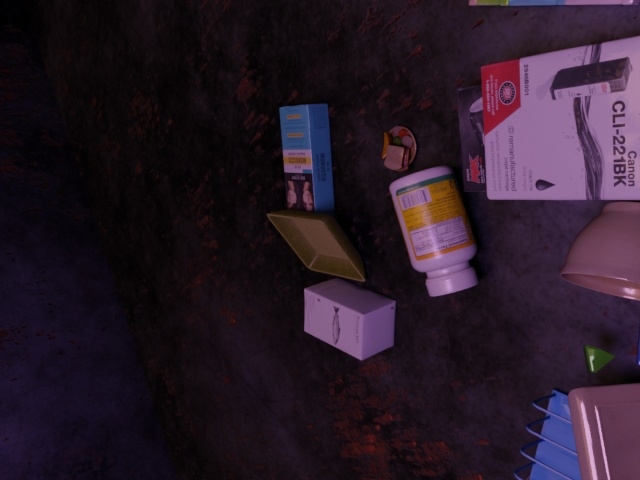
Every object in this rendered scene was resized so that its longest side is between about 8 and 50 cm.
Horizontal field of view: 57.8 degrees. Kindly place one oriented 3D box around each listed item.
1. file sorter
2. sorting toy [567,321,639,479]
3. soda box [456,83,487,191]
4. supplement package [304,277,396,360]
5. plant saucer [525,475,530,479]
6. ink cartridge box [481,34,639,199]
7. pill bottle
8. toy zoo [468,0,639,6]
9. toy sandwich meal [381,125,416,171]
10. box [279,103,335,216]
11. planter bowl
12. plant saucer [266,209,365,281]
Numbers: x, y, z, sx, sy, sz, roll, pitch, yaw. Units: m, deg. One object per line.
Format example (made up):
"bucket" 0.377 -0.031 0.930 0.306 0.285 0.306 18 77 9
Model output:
"file sorter" 0.374 0.338 0.890 0.118 0.104 0.171 19 102 46
"sorting toy" 0.448 0.285 0.779 0.195 0.047 0.348 -8 77 13
"soda box" 0.263 -0.165 0.935 0.060 0.053 0.169 4 104 49
"supplement package" 0.060 0.161 1.228 0.179 0.105 0.105 18 114 45
"plant saucer" 0.417 0.456 0.961 0.168 0.029 0.169 19 115 46
"ink cartridge box" 0.365 -0.156 0.772 0.272 0.114 0.197 4 104 47
"pill bottle" 0.202 -0.015 1.002 0.117 0.117 0.209 -20 86 50
"toy zoo" 0.343 -0.420 0.785 0.293 0.030 0.193 21 116 44
"toy sandwich meal" 0.144 -0.172 1.090 0.085 0.029 0.086 18 114 45
"box" -0.030 -0.172 1.268 0.100 0.060 0.245 9 107 48
"planter bowl" 0.409 0.013 0.758 0.162 0.162 0.109 8 81 48
"plant saucer" 0.000 0.000 1.243 0.188 0.045 0.188 10 144 48
